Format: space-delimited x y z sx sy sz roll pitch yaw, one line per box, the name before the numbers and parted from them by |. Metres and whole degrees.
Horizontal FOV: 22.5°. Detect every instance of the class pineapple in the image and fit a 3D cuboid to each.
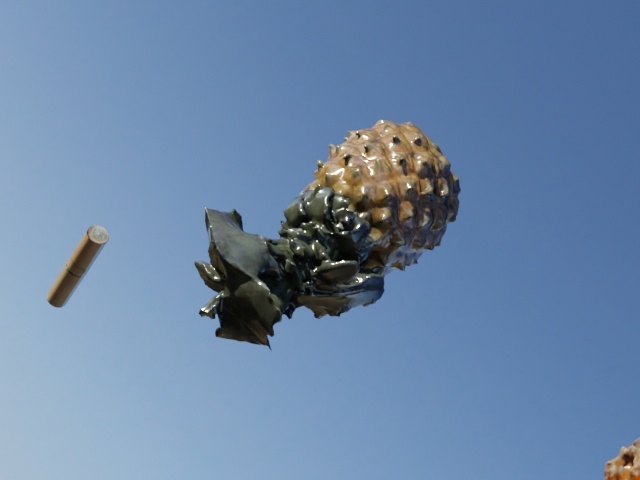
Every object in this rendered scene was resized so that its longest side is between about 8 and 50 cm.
pineapple | 0.000 0.000 1.164 0.119 0.237 0.111 13 -57 34

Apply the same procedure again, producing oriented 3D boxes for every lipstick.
lipstick | -0.190 0.021 1.253 0.019 0.019 0.094 55 -43 15

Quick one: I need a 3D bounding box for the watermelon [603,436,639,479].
watermelon | 0.292 0.178 1.010 0.140 0.257 0.192 43 35 -49
